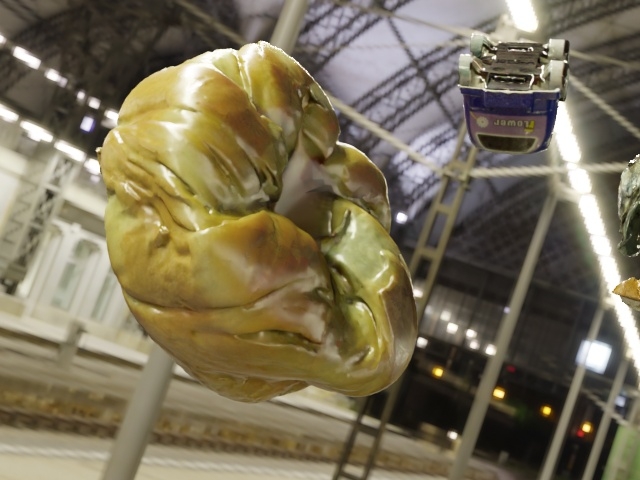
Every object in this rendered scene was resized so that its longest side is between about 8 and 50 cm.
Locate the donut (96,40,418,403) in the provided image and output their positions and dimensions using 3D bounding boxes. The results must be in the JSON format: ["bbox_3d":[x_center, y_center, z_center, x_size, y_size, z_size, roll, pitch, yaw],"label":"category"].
[{"bbox_3d":[-0.046,-0.009,1.027,0.170,0.360,0.360,-22,-31,30],"label":"donut"}]

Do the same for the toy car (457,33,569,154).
[{"bbox_3d":[0.319,-0.241,1.784,0.172,0.158,0.235,6,32,15],"label":"toy car"}]

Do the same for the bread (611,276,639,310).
[{"bbox_3d":[0.318,0.027,0.954,0.109,0.080,0.084,5,-14,24],"label":"bread"}]

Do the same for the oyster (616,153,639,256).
[{"bbox_3d":[0.535,-0.126,1.587,0.158,0.350,0.162,19,-11,12],"label":"oyster"}]
